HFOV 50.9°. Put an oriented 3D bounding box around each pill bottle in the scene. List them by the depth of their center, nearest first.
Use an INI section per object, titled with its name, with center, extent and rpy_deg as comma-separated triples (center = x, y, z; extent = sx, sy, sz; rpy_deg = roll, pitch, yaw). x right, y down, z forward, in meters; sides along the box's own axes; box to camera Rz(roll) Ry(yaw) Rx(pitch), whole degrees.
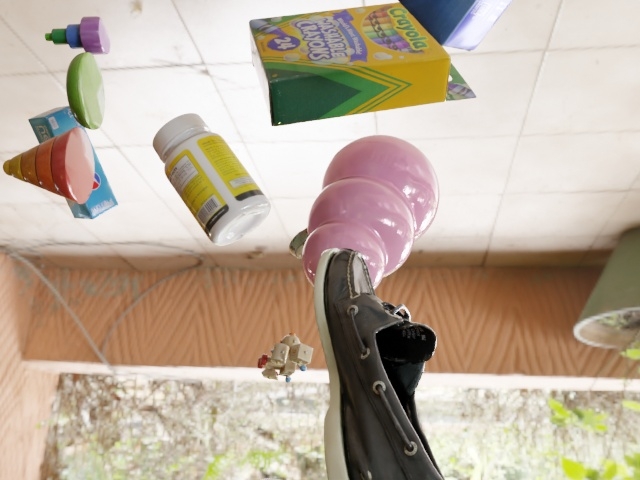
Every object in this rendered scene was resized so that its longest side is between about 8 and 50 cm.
[pill bottle]
center = -0.186, -0.105, 1.127
extent = 0.119, 0.208, 0.119
rpy_deg = -34, 166, -10

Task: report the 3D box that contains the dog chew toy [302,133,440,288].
[dog chew toy]
center = 0.072, -0.032, 1.102
extent = 0.207, 0.332, 0.206
rpy_deg = 14, 132, 16

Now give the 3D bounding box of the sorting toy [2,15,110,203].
[sorting toy]
center = -0.438, -0.225, 1.111
extent = 0.126, 0.365, 0.127
rpy_deg = -2, 153, 1

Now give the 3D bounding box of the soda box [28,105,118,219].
[soda box]
center = -0.470, -0.147, 1.284
extent = 0.071, 0.210, 0.067
rpy_deg = 4, -149, 41

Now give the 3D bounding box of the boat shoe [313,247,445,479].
[boat shoe]
center = 0.066, 0.125, 0.686
extent = 0.113, 0.340, 0.127
rpy_deg = -22, 126, 16

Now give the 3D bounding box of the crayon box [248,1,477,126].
[crayon box]
center = 0.063, -0.286, 1.053
extent = 0.323, 0.203, 0.083
rpy_deg = -9, 134, -9

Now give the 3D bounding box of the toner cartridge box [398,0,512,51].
[toner cartridge box]
center = 0.203, -0.396, 0.720
extent = 0.075, 0.165, 0.348
rpy_deg = -11, 147, -47

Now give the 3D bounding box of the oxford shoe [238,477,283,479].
[oxford shoe]
center = -0.102, 0.502, 1.074
extent = 0.098, 0.271, 0.097
rpy_deg = 2, -156, -27

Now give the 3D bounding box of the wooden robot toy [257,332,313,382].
[wooden robot toy]
center = -0.064, 0.197, 1.205
extent = 0.076, 0.079, 0.173
rpy_deg = 20, 151, -12

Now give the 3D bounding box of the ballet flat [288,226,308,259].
[ballet flat]
center = 0.000, 0.000, 1.364
extent = 0.077, 0.079, 0.221
rpy_deg = 12, 146, -29
